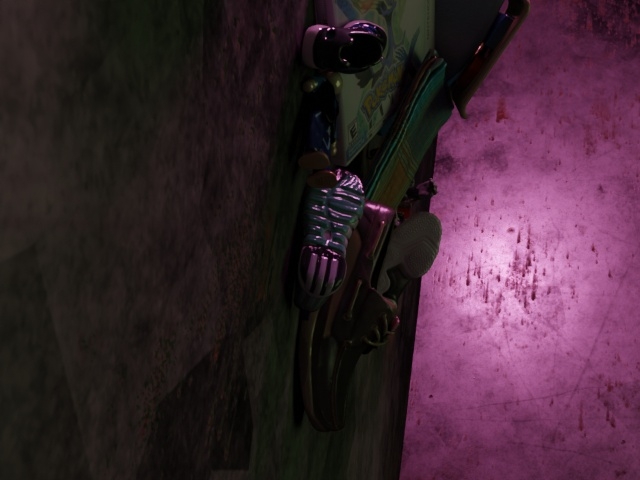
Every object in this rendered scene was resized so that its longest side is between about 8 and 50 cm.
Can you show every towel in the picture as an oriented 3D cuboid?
[{"bbox_3d":[0.135,-0.124,1.448,0.370,0.040,0.271,-63,165,-4],"label":"towel"}]

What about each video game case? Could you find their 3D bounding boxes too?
[{"bbox_3d":[0.098,-0.324,1.274,0.329,0.036,0.300,-49,146,-38],"label":"video game case"}]

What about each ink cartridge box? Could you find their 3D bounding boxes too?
[{"bbox_3d":[0.190,-0.102,1.971,0.029,0.063,0.115,73,24,-63],"label":"ink cartridge box"}]

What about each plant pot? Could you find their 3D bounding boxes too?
[{"bbox_3d":[0.203,-0.436,1.515,0.248,0.247,0.252,-67,174,-57],"label":"plant pot"}]

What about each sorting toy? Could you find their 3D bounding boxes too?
[{"bbox_3d":[0.302,-0.358,1.536,0.229,0.041,0.307,-61,-176,18],"label":"sorting toy"}]

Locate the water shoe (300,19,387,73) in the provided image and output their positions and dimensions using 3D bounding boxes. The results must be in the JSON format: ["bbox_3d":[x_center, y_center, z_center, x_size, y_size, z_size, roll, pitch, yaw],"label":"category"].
[{"bbox_3d":[0.052,-0.251,1.097,0.203,0.080,0.073,-26,130,-54],"label":"water shoe"}]

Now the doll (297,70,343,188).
[{"bbox_3d":[0.004,-0.157,1.099,0.129,0.046,0.189,65,24,-49],"label":"doll"}]

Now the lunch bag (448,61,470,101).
[{"bbox_3d":[0.284,-0.489,1.909,0.287,0.169,0.235,76,1,-53],"label":"lunch bag"}]

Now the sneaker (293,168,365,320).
[{"bbox_3d":[0.000,0.000,1.129,0.098,0.083,0.223,116,-7,-50],"label":"sneaker"}]

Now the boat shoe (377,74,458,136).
[{"bbox_3d":[0.185,-0.307,1.696,0.258,0.089,0.109,-41,146,-25],"label":"boat shoe"}]

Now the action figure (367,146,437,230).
[{"bbox_3d":[0.170,-0.071,1.708,0.275,0.141,0.164,73,22,-52],"label":"action figure"}]

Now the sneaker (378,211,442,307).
[{"bbox_3d":[0.143,0.047,1.600,0.268,0.101,0.153,-60,-175,16],"label":"sneaker"}]

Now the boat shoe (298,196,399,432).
[{"bbox_3d":[0.047,0.104,1.195,0.132,0.130,0.355,27,67,-77],"label":"boat shoe"}]
